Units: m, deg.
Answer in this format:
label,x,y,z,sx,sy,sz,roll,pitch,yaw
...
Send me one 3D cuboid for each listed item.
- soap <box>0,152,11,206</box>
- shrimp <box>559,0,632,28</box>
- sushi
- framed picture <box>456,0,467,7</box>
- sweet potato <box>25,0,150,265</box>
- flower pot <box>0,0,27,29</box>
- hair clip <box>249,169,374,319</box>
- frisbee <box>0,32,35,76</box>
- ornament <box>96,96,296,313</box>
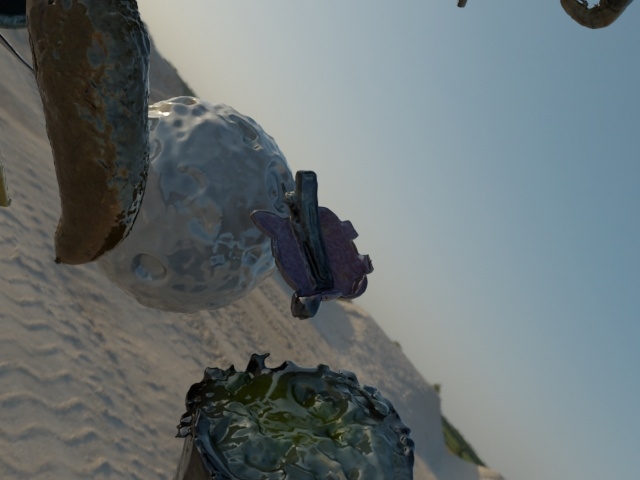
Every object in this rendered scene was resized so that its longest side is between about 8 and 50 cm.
label,x,y,z,sx,sy,sz,roll,pitch,yaw
soap,-0.605,-0.192,1.025,0.259,0.143,0.281,47,-31,12
shrimp,0.580,-0.527,1.380,0.148,0.035,0.195,32,-37,-3
sushi,-0.048,0.323,0.812,0.300,0.294,0.281,7,22,-20
framed picture,0.177,-0.496,0.806,0.265,0.016,0.346,44,42,-87
sweet potato,-0.194,-0.145,0.556,0.114,0.092,0.341,4,-78,40
flower pot,-0.537,-0.479,1.058,0.283,0.299,0.299,42,-5,30
hair clip,-0.005,0.002,0.865,0.056,0.146,0.187,-30,-105,50
frisbee,-0.531,-0.310,1.296,0.187,0.012,0.211,34,-14,27
ornament,-0.192,-0.055,1.036,0.337,0.337,0.337,51,-1,1
